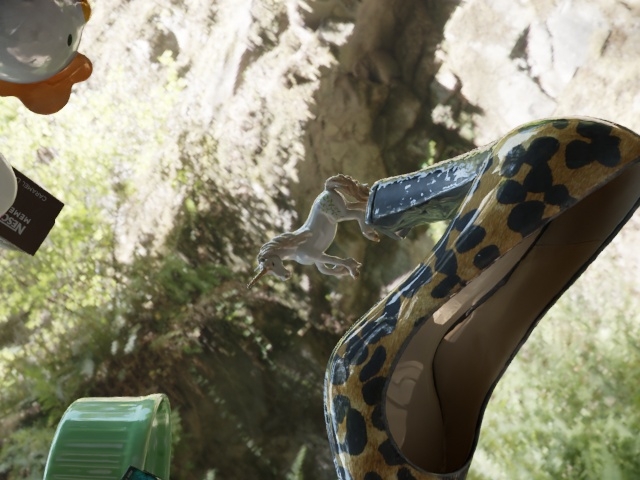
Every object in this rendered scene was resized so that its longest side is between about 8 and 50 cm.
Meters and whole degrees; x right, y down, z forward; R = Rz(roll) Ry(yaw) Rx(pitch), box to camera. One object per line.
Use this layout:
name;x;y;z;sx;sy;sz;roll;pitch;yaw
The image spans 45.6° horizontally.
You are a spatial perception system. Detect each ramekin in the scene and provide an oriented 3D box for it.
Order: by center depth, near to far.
ramekin;-0.339;0.395;1.227;0.148;0.303;0.303;4;-49;-2

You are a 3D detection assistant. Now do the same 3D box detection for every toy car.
toy car;-0.260;-0.233;0.690;0.210;0.219;0.238;-14;-57;-7

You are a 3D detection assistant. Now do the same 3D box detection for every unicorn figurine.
unicorn figurine;0.000;0.000;0.840;0.111;0.060;0.162;26;-94;-12

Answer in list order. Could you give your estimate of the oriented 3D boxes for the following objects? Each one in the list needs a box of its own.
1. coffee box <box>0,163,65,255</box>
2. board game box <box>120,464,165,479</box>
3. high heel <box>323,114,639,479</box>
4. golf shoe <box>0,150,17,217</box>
coffee box;-0.533;-0.062;1.203;0.141;0.246;0.098;41;-112;-37
board game box;-0.218;0.369;0.918;0.186;0.126;0.026;-64;-1;-60
high heel;0.092;0.065;0.402;0.093;0.186;0.261;15;-109;-37
golf shoe;-0.331;-0.093;0.558;0.306;0.140;0.115;45;-121;-52
